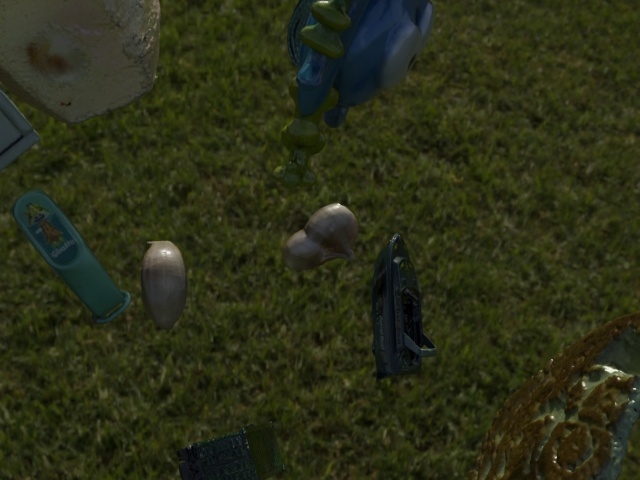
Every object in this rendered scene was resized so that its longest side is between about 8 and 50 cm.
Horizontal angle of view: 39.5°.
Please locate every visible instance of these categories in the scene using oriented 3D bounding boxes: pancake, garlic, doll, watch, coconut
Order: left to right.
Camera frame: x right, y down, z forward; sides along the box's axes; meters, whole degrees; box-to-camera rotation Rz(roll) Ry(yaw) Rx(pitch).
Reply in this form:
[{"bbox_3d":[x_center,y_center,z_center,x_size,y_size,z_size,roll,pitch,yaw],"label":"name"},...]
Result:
[{"bbox_3d":[-0.384,0.021,1.352,0.068,0.195,0.237,-40,72,-14],"label":"watch"},{"bbox_3d":[-0.386,-0.348,1.370,0.297,0.297,0.254,0,38,-7],"label":"coconut"},{"bbox_3d":[-0.305,0.103,1.753,0.090,0.198,0.128,-8,10,-10],"label":"garlic"},{"bbox_3d":[0.000,0.001,1.832,0.174,0.124,0.099,-40,51,3],"label":"garlic"},{"bbox_3d":[0.068,-0.230,0.704,0.098,0.341,0.346,26,40,-2],"label":"doll"},{"bbox_3d":[0.246,0.208,0.890,0.054,0.376,0.197,30,24,-15],"label":"pancake"}]

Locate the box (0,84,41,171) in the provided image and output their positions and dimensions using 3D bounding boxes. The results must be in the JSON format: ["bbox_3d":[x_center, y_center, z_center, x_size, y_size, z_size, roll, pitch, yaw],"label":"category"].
[{"bbox_3d":[-0.414,-0.116,0.779,0.225,0.225,0.117,-41,30,-8],"label":"box"}]

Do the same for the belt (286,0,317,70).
[{"bbox_3d":[0.029,-0.305,1.288,0.163,0.148,0.082,-5,16,39],"label":"belt"}]

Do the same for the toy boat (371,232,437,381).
[{"bbox_3d":[0.133,0.110,1.482,0.103,0.093,0.246,-7,81,33],"label":"toy boat"}]

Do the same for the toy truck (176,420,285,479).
[{"bbox_3d":[-0.130,0.330,1.345,0.121,0.259,0.088,-18,79,5],"label":"toy truck"}]
